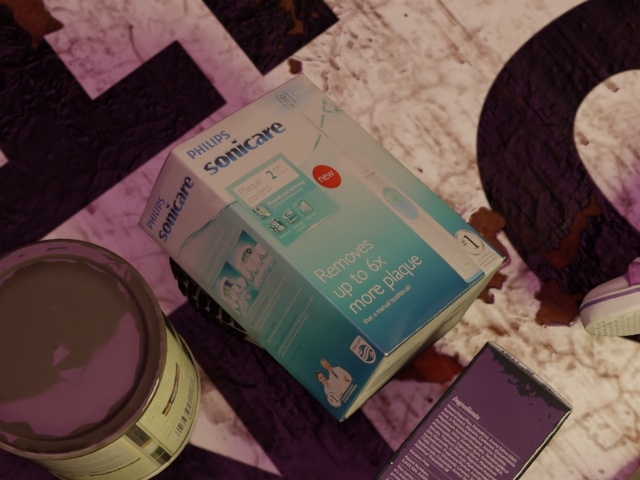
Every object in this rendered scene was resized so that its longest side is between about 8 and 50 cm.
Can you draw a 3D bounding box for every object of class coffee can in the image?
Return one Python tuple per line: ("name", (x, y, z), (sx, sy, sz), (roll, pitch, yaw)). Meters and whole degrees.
("coffee can", (-0.232, 0.130, 1.564), (0.201, 0.275, 0.202), (-1, 75, 2))

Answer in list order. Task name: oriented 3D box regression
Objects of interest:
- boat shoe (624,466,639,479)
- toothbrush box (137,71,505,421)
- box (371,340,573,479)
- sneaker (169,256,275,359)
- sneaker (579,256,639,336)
("boat shoe", (0.319, 0.274, 1.619), (0.137, 0.049, 0.043), (-41, 119, -10))
("toothbrush box", (0.000, 0.000, 1.616), (0.295, 0.126, 0.216), (43, 46, 14))
("box", (0.140, 0.219, 1.585), (0.108, 0.153, 0.207), (39, 81, 11))
("sneaker", (-0.062, 0.057, 1.683), (0.208, 0.081, 0.094), (32, 71, 5))
("sneaker", (0.376, -0.005, 1.666), (0.282, 0.102, 0.161), (-19, 72, -13))
